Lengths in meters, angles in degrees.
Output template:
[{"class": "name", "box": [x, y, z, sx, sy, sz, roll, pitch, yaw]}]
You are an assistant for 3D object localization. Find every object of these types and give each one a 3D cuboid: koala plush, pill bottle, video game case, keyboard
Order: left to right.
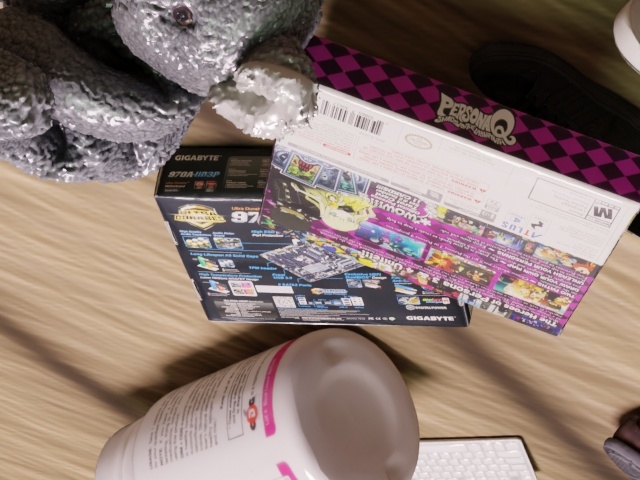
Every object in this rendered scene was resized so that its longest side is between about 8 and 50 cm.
[{"class": "koala plush", "box": [-0.089, -0.135, 1.080, 0.221, 0.196, 0.203, -13, 152, 30]}, {"class": "pill bottle", "box": [-0.064, 0.190, 1.570, 0.160, 0.160, 0.283, 33, 141, -31]}, {"class": "keyboard", "box": [0.075, 0.212, 1.700, 0.256, 0.014, 0.072, -4, 144, 20]}, {"class": "video game case", "box": [0.080, -0.030, 1.175, 0.232, 0.042, 0.210, 20, 153, 3]}]

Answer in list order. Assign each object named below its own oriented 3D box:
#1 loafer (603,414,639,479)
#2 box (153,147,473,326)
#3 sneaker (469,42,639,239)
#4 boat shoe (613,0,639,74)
[{"class": "loafer", "box": [0.393, 0.234, 1.554, 0.302, 0.095, 0.109, 34, 173, 5]}, {"class": "box", "box": [0.000, 0.000, 1.365, 0.220, 0.051, 0.175, 1, 145, 14]}, {"class": "sneaker", "box": [0.171, -0.062, 1.190, 0.170, 0.089, 0.051, 24, 144, -21]}, {"class": "boat shoe", "box": [0.267, -0.086, 1.140, 0.219, 0.078, 0.070, 24, 144, -23]}]
